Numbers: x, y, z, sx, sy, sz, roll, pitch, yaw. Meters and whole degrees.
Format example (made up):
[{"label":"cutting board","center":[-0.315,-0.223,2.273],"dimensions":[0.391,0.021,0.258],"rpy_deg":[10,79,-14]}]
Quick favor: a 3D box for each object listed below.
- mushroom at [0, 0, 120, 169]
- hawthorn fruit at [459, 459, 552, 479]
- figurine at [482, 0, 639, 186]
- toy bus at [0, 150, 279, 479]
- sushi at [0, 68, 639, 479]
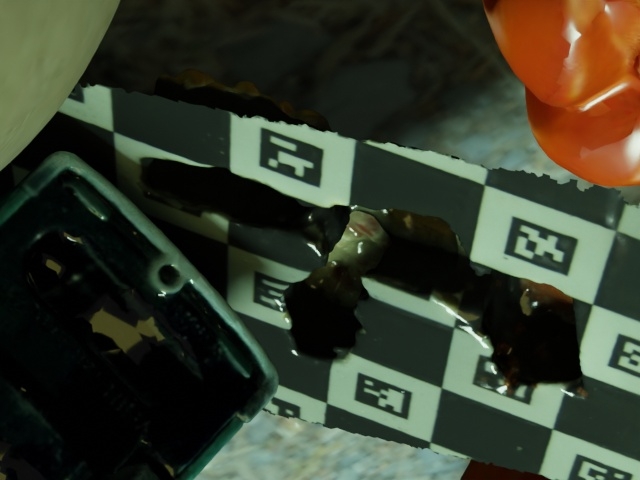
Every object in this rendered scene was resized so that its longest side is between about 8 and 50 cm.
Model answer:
[{"label":"mushroom","center":[-0.193,-0.130,0.428],"dimensions":[0.290,0.292,0.292],"rpy_deg":[2,147,31]},{"label":"hawthorn fruit","center":[0.187,0.169,0.834],"dimensions":[0.284,0.284,0.284],"rpy_deg":[-9,137,-9]},{"label":"figurine","center":[0.241,-0.148,0.550],"dimensions":[0.411,0.241,0.306],"rpy_deg":[-4,156,-26]},{"label":"toy bus","center":[-0.150,0.100,0.652],"dimensions":[0.128,0.256,0.147],"rpy_deg":[48,156,-11]},{"label":"sushi","center":[0.000,0.000,0.683],"dimensions":[0.279,0.043,0.192],"rpy_deg":[11,145,23]}]
